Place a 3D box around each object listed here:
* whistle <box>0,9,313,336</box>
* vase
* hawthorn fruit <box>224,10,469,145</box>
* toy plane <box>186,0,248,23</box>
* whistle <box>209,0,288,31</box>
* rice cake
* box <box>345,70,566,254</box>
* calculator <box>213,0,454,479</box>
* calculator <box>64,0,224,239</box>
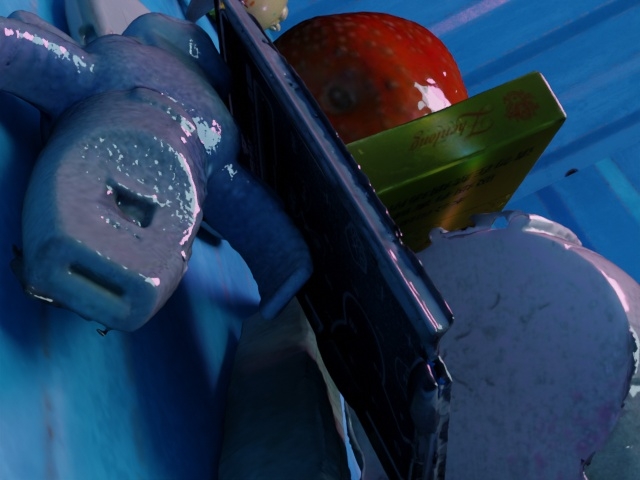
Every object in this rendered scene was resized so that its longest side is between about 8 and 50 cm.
[{"bbox_3d":[-0.087,-0.043,0.441,0.180,0.093,0.269,36,17,-21],"label":"whistle"},{"bbox_3d":[0.187,0.164,0.735,0.445,0.250,0.250,45,19,-52],"label":"vase"},{"bbox_3d":[0.041,-0.097,0.980,0.300,0.275,0.275,58,1,38],"label":"hawthorn fruit"},{"bbox_3d":[-0.180,-0.416,1.150,0.326,0.104,0.223,61,7,-22],"label":"toy plane"},{"bbox_3d":[-0.155,-0.407,1.391,0.294,0.141,0.141,33,26,-40],"label":"whistle"},{"bbox_3d":[-0.017,0.113,0.505,0.063,0.066,0.336,61,7,-15],"label":"rice cake"},{"bbox_3d":[0.056,-0.008,0.710,0.311,0.173,0.043,107,-40,-69],"label":"box"},{"bbox_3d":[-0.001,0.000,0.498,0.166,0.028,0.274,86,-20,-51],"label":"calculator"},{"bbox_3d":[-0.106,-0.091,0.707,0.184,0.042,0.295,66,7,16],"label":"calculator"}]
